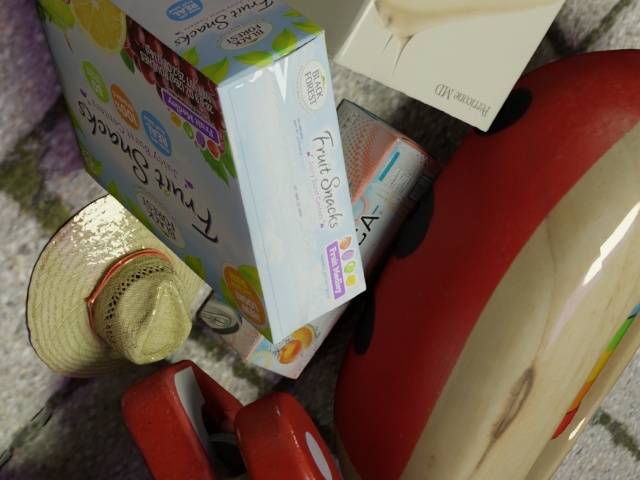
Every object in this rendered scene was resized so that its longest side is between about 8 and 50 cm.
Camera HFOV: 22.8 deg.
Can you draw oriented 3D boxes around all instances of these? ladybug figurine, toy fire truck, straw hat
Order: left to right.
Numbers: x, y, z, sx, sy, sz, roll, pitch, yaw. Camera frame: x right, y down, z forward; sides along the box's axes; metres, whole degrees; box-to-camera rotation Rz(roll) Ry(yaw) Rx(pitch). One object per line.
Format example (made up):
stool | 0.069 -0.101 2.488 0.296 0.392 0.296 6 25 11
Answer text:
straw hat | -0.113 0.043 1.009 0.144 0.061 0.144 -22 132 -27
toy fire truck | -0.038 0.222 1.063 0.169 0.302 0.254 -28 177 5
ladybug figurine | 0.140 0.041 1.113 0.305 0.162 0.449 -25 147 -60

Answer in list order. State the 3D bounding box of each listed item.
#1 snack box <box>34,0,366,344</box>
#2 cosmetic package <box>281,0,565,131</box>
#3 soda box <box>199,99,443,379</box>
snack box | -0.070 -0.070 0.851 0.070 0.207 0.174 -30 136 -21
cosmetic package | 0.102 -0.238 0.948 0.160 0.113 0.309 17 107 -47
soda box | 0.000 0.000 1.073 0.058 0.063 0.183 28 99 -48
